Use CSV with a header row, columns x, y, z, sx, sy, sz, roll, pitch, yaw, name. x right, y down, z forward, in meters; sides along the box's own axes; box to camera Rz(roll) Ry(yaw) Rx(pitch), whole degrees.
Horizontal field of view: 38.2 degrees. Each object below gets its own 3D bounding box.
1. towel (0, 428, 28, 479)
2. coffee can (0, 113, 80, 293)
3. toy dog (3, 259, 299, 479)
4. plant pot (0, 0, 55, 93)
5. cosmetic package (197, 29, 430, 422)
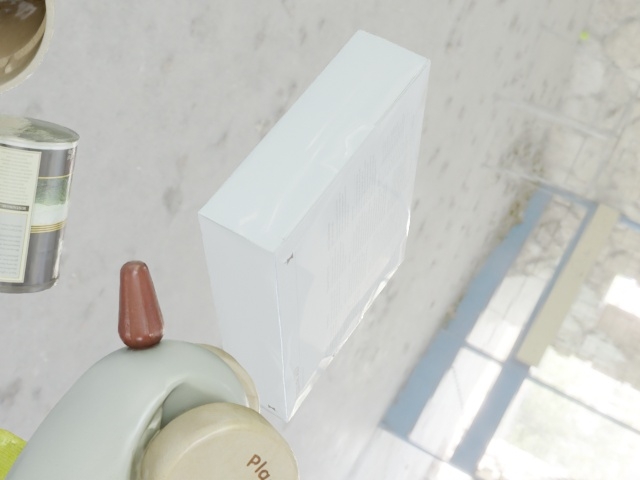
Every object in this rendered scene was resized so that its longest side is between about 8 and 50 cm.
x,y,z,sx,sy,sz,roll,pitch,yaw,name
-0.336,0.307,0.916,0.021,0.102,0.237,-41,-161,45,towel
-0.548,-0.068,1.639,0.201,0.201,0.275,-23,129,-65,coffee can
-0.170,0.128,0.507,0.334,0.220,0.161,-31,107,-34,toy dog
-0.533,-0.437,1.422,0.305,0.334,0.334,-85,-174,-53,plant pot
0.000,0.000,1.031,0.284,0.097,0.377,-54,161,-29,cosmetic package
